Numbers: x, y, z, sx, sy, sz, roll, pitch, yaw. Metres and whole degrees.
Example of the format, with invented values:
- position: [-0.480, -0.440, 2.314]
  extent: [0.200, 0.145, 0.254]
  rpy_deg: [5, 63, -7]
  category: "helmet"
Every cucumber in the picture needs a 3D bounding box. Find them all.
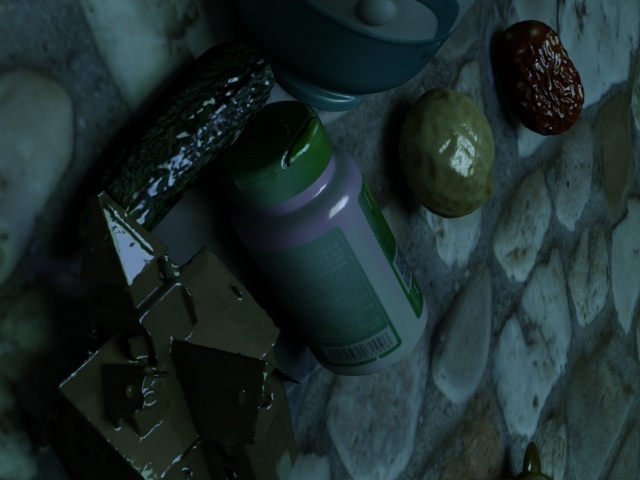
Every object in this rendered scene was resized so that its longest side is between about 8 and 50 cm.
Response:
- position: [-0.125, -0.074, 0.851]
  extent: [0.241, 0.074, 0.074]
  rpy_deg: [-54, 133, -35]
  category: "cucumber"

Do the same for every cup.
- position: [0.048, -0.295, 0.933]
  extent: [0.219, 0.257, 0.289]
  rpy_deg: [16, 47, -18]
  category: "cup"

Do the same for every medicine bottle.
- position: [0.000, 0.000, 0.986]
  extent: [0.274, 0.133, 0.133]
  rpy_deg: [61, 44, -39]
  category: "medicine bottle"

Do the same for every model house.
- position: [-0.113, 0.072, 0.761]
  extent: [0.181, 0.176, 0.248]
  rpy_deg: [-49, 137, -41]
  category: "model house"

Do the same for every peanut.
- position: [0.157, -0.101, 1.244]
  extent: [0.140, 0.109, 0.159]
  rpy_deg: [-57, 133, -19]
  category: "peanut"

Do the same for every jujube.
- position: [0.318, -0.238, 1.498]
  extent: [0.176, 0.109, 0.112]
  rpy_deg: [56, 10, -30]
  category: "jujube"

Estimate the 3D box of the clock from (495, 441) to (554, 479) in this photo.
- position: [0.313, 0.481, 1.483]
  extent: [0.286, 0.117, 0.348]
  rpy_deg: [-25, 111, -54]
  category: "clock"
